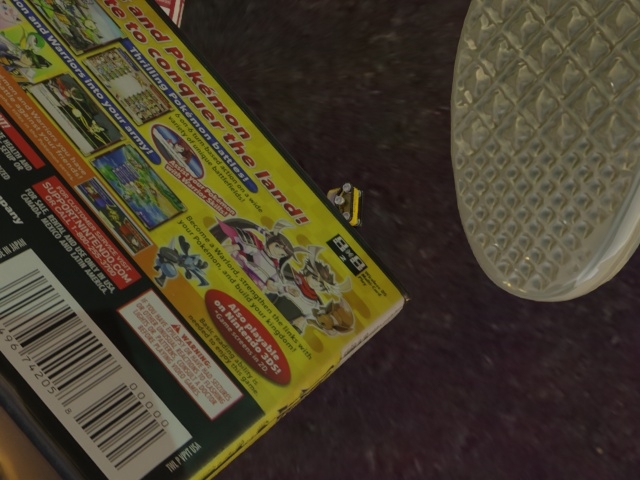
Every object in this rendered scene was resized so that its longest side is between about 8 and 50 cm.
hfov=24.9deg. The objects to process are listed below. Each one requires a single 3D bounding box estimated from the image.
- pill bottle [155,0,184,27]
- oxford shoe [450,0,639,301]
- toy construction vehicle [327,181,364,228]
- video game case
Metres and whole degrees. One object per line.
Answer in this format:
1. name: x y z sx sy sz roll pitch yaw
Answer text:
1. pill bottle: -0.179 -0.136 1.153 0.121 0.121 0.221 11 90 -6
2. oxford shoe: 0.187 -0.181 0.893 0.169 0.130 0.449 6 85 38
3. toy construction vehicle: 0.000 0.000 1.098 0.035 0.086 0.098 -4 77 26
4. video game case: -0.109 -0.026 0.623 0.275 0.248 0.035 49 124 4
